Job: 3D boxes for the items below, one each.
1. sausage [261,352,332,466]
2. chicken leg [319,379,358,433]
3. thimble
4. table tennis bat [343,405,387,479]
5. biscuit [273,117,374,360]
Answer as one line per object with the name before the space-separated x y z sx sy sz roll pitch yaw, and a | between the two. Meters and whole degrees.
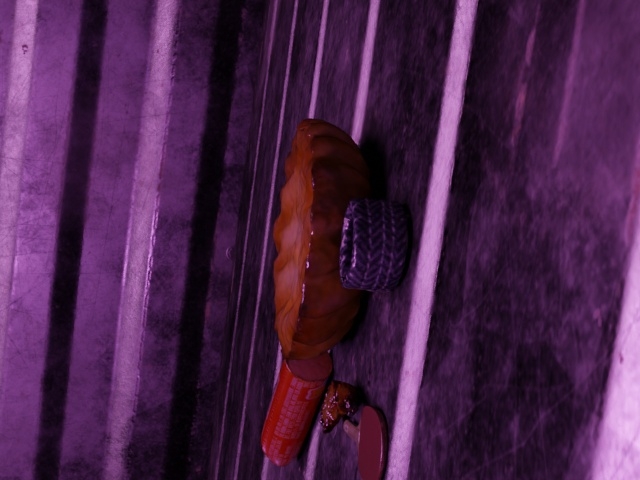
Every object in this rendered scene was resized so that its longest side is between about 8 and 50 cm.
sausage | -0.045 0.262 1.323 0.074 0.074 0.274 -95 17 -45
chicken leg | 0.023 0.205 1.086 0.145 0.037 0.062 122 168 -61
thimble | 0.058 0.004 0.973 0.095 0.066 0.104 141 135 -77
table tennis bat | 0.052 0.233 1.014 0.156 0.013 0.087 176 98 -77
biscuit | 0.000 0.000 1.169 0.326 0.107 0.326 -174 90 -82
